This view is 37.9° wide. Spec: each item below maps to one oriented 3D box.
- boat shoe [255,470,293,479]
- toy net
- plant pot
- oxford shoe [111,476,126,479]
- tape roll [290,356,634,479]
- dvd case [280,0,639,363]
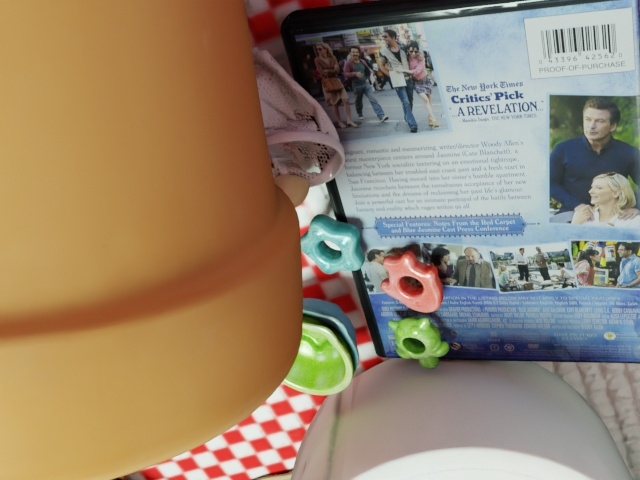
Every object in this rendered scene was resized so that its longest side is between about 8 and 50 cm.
[{"bbox_3d":[-0.026,0.213,0.724,0.152,0.049,0.056,-32,119,20],"label":"boat shoe"},{"bbox_3d":[0.000,0.000,0.544,0.122,0.045,0.232,3,130,27],"label":"toy net"},{"bbox_3d":[-0.146,-0.056,0.401,0.291,0.291,0.203,3,109,-2],"label":"plant pot"},{"bbox_3d":[-0.175,0.194,0.700,0.212,0.076,0.076,20,114,-15],"label":"oxford shoe"},{"bbox_3d":[0.091,0.209,0.596,0.246,0.169,0.246,1,104,4],"label":"tape roll"},{"bbox_3d":[0.093,-0.024,0.536,0.180,0.022,0.253,-1,129,21],"label":"dvd case"}]
